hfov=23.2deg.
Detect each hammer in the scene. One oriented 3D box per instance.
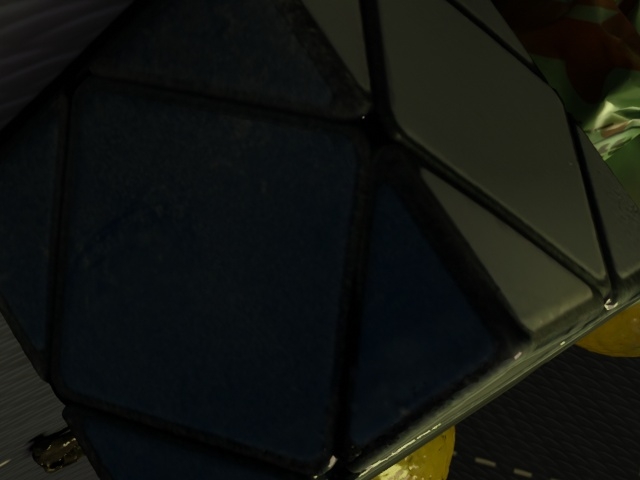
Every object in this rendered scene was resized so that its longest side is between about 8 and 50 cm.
[{"bbox_3d":[-0.137,0.130,1.459,0.297,0.027,0.125,-32,170,-10],"label":"hammer"}]

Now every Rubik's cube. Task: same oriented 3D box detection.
[{"bbox_3d":[0.000,0.000,0.697,0.205,0.205,0.207,-38,168,27],"label":"Rubik's cube"}]

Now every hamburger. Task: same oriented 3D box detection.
[{"bbox_3d":[0.114,-0.092,0.865,0.214,0.125,0.235,-24,-162,32],"label":"hamburger"}]

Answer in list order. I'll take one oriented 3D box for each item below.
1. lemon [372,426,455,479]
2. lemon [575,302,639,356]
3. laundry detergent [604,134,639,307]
[{"bbox_3d":[0.011,0.202,1.635,0.258,0.258,0.310,-24,170,-43],"label":"lemon"},{"bbox_3d":[0.239,-0.025,1.215,0.228,0.253,0.228,-17,139,-15],"label":"lemon"},{"bbox_3d":[0.042,0.016,1.055,0.397,0.125,0.264,-27,-154,16],"label":"laundry detergent"}]
